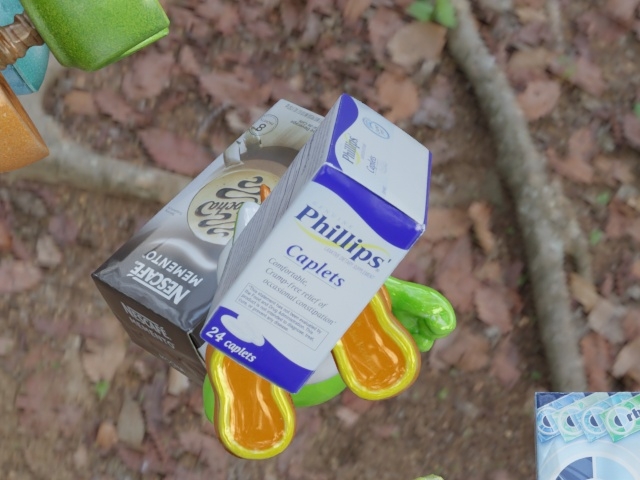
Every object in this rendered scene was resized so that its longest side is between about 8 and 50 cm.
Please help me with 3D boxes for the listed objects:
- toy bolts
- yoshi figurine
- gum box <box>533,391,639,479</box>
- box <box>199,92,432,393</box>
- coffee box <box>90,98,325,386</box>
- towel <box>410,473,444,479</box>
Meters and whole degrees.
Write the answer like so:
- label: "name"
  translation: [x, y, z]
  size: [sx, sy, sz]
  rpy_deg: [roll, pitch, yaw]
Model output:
- label: "toy bolts"
  translation: [-0.184, -0.131, 0.761]
  size: [0.158, 0.228, 0.218]
  rpy_deg: [-31, 93, -2]
- label: "yoshi figurine"
  translation: [-0.010, 0.085, 1.307]
  size: [0.203, 0.203, 0.362]
  rpy_deg: [22, 9, -8]
- label: "gum box"
  translation: [0.257, 0.218, 1.304]
  size: [0.157, 0.041, 0.184]
  rpy_deg: [-1, 74, 4]
- label: "box"
  translation: [0.000, 0.000, 0.948]
  size: [0.072, 0.137, 0.126]
  rpy_deg: [33, 23, -9]
- label: "coffee box"
  translation: [-0.069, 0.005, 1.663]
  size: [0.168, 0.119, 0.297]
  rpy_deg: [27, 62, 39]
- label: "towel"
  translation: [-0.005, 0.138, 0.485]
  size: [0.021, 0.237, 0.102]
  rpy_deg: [-2, 74, -22]
